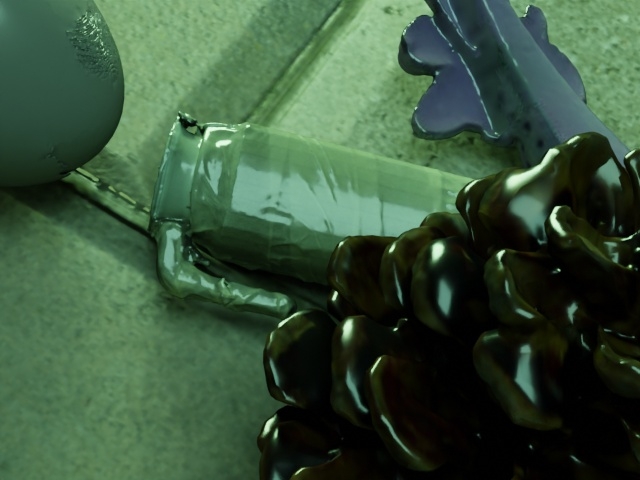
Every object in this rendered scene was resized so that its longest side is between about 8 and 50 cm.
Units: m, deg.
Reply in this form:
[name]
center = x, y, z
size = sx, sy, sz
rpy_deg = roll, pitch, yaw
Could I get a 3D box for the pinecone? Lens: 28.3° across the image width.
[pinecone]
center = 0.099, 0.080, 0.579
size = 0.244, 0.309, 0.244
rpy_deg = 20, 50, -25

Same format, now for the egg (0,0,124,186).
[egg]
center = -0.200, -0.108, 0.697
size = 0.198, 0.146, 0.146
rpy_deg = 36, 58, 2

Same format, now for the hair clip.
[hair clip]
center = 0.128, -0.076, 0.793
size = 0.137, 0.090, 0.278
rpy_deg = -20, 60, -22

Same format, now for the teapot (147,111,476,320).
[teapot]
center = 0.000, 0.000, 0.721
size = 0.200, 0.077, 0.107
rpy_deg = 14, 70, -5
